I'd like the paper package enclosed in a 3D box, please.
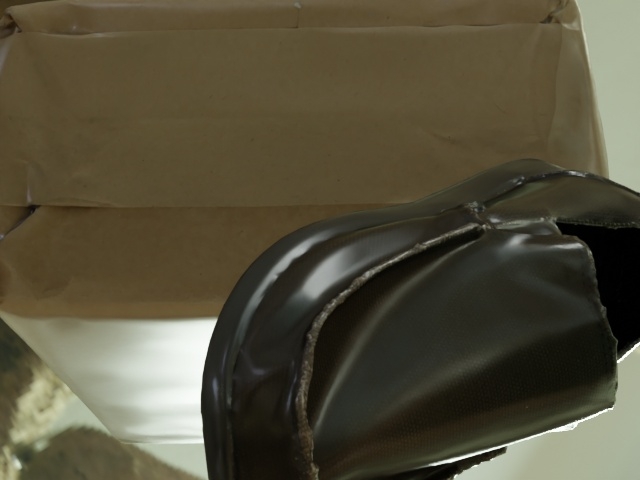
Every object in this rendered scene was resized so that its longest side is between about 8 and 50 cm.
[{"bbox_3d":[0.000,0.000,1.048,0.309,0.325,0.168,-1,-108,5],"label":"paper package"}]

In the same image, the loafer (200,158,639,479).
[{"bbox_3d":[0.047,0.024,0.556,0.220,0.078,0.080,-33,-62,-49],"label":"loafer"}]
